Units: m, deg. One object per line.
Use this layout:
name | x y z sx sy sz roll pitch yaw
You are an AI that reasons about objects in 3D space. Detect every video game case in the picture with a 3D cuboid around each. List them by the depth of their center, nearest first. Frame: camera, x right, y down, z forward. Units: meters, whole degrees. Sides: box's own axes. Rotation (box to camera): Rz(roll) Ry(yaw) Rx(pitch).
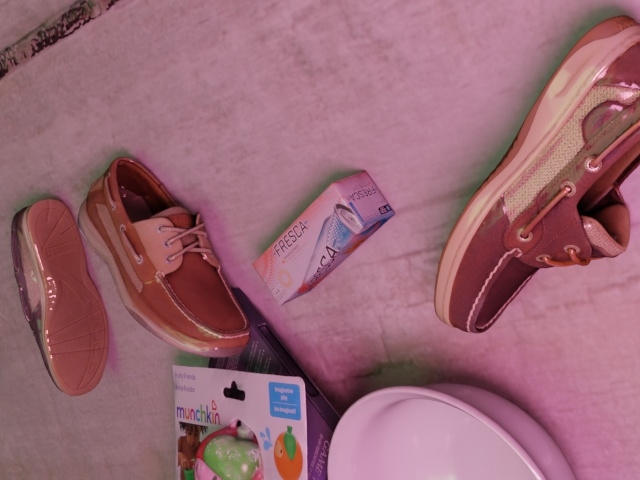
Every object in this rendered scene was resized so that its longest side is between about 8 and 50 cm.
video game case | -0.061 0.218 1.350 0.274 0.026 0.196 47 135 38

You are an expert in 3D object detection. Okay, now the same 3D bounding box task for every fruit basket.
fruit basket | -0.110 0.329 1.287 0.327 0.165 0.353 -4 92 57

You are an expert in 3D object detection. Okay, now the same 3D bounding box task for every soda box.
soda box | 0.000 0.000 1.226 0.063 0.058 0.183 56 136 10

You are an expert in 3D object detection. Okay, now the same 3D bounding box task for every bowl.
bowl | 0.160 0.264 1.132 0.298 0.134 0.298 19 120 37

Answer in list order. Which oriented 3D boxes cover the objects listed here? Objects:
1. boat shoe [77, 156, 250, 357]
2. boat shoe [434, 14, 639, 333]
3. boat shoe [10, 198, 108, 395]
boat shoe | -0.194 0.015 1.361 0.324 0.123 0.116 44 124 29
boat shoe | 0.216 -0.025 0.973 0.123 0.123 0.342 44 125 23
boat shoe | -0.385 0.083 1.599 0.092 0.102 0.285 -6 99 50
